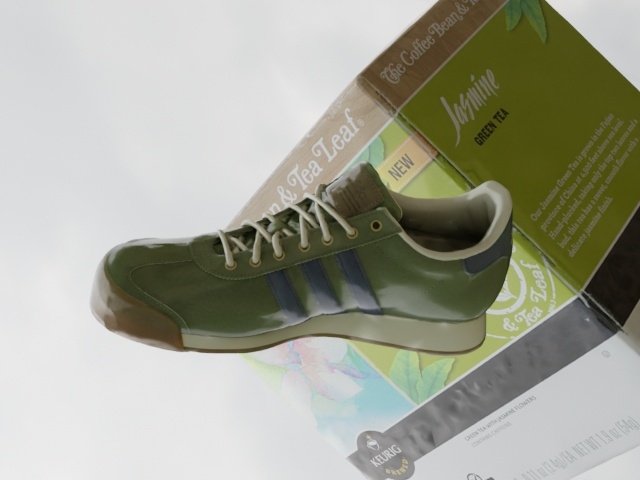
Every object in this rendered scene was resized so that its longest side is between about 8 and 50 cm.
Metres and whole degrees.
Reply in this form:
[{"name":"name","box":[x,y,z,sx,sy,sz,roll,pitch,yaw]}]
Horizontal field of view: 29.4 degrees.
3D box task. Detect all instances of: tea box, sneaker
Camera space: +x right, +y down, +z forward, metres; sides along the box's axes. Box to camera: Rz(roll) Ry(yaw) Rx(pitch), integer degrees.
[{"name":"tea box","box":[0.115,0.020,0.969,0.323,0.329,0.220,44,-131,0]},{"name":"sneaker","box":[0.000,0.000,0.537,0.192,0.086,0.064,4,-146,-23]}]
